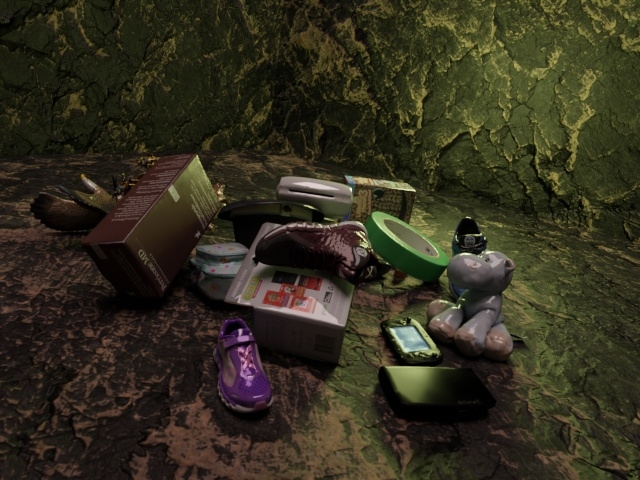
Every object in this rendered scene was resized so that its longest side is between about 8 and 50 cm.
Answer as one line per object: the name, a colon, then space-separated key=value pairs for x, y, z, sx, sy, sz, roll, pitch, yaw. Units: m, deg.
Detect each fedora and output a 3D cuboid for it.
fedora: x=-0.149 y=-0.020 z=1.400 sx=0.333 sy=0.153 sz=0.334 roll=0 pitch=-10 yaw=0

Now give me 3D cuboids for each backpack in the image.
backpack: x=-0.252 y=0.084 z=1.225 sx=0.165 sy=0.145 sz=0.188 roll=-4 pitch=23 yaw=-36

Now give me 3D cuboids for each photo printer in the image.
photo printer: x=-0.023 y=-0.143 z=1.559 sx=0.255 sy=0.107 sz=0.307 roll=8 pitch=-1 yaw=-2

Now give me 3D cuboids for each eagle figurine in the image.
eagle figurine: x=-0.745 y=-0.121 z=1.497 sx=0.225 sy=0.227 sz=0.298 roll=28 pitch=32 yaw=16

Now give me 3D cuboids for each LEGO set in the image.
LEGO set: x=-0.579 y=-0.108 z=1.436 sx=0.191 sy=0.332 sz=0.255 roll=3 pitch=39 yaw=-11

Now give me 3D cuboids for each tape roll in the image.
tape roll: x=0.298 y=0.018 z=1.609 sx=0.321 sy=0.077 sz=0.321 roll=27 pitch=19 yaw=-10

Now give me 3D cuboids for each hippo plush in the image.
hippo plush: x=0.432 y=0.153 z=1.184 sx=0.293 sy=0.237 sz=0.234 roll=4 pitch=18 yaw=-12

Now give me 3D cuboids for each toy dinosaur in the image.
toy dinosaur: x=-0.445 y=-0.116 z=1.789 sx=0.200 sy=0.127 sz=0.295 roll=11 pitch=29 yaw=30

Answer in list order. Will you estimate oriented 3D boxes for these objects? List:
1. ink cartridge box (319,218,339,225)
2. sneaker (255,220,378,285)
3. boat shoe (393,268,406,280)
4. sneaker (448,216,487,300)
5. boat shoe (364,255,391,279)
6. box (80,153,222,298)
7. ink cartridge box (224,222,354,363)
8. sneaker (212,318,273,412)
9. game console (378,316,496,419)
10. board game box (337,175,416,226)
ink cartridge box: x=0.000 y=0.000 z=1.629 sx=0.353 sy=0.119 sz=0.207 roll=25 pitch=23 yaw=39
sneaker: x=0.006 y=0.038 z=1.022 sx=0.281 sy=0.107 sz=0.163 roll=-10 pitch=43 yaw=-21
boat shoe: x=0.284 y=0.098 z=1.589 sx=0.049 sy=0.043 sz=0.137 roll=13 pitch=17 yaw=19
sneaker: x=0.476 y=0.058 z=1.483 sx=0.129 sy=0.147 sz=0.330 roll=-5 pitch=48 yaw=14
boat shoe: x=0.150 y=0.090 z=1.496 sx=0.070 sy=0.078 sz=0.219 roll=23 pitch=21 yaw=40
box: x=-0.423 y=-0.050 z=1.208 sx=0.143 sy=0.191 sz=0.382 roll=-1 pitch=42 yaw=22
ink cartridge box: x=-0.054 y=0.110 z=1.109 sx=0.271 sy=0.130 sz=0.310 roll=12 pitch=38 yaw=7
sneaker: x=-0.155 y=0.232 z=0.891 sx=0.095 sy=0.105 sz=0.236 roll=1 pitch=21 yaw=-25
game console: x=0.218 y=0.272 z=1.040 sx=0.212 sy=0.044 sz=0.361 roll=5 pitch=18 yaw=-13
board game box: x=0.234 y=-0.137 z=1.968 sx=0.290 sy=0.232 sz=0.141 roll=6 pitch=19 yaw=-6
